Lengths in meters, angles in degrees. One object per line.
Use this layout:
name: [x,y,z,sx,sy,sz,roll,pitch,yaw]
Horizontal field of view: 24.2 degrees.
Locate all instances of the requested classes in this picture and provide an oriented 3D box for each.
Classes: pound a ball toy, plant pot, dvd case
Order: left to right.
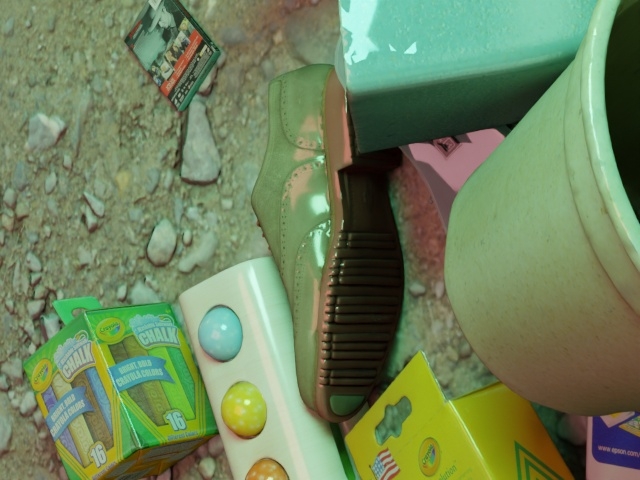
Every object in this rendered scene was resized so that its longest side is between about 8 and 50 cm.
dvd case: [-0.165,-0.214,1.647,0.119,0.013,0.087,50,122,25]
pound a ball toy: [-0.065,0.199,1.509,0.208,0.135,0.319,-27,75,38]
plant pot: [0.139,-0.220,1.171,0.252,0.248,0.247,-5,83,2]
plant pot: [0.246,-0.013,1.027,0.305,0.333,0.334,-38,67,61]

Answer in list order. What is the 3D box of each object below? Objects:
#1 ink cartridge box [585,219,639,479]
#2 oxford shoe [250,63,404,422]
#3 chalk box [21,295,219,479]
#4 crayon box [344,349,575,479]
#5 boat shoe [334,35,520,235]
ink cartridge box: [0.309,0.076,1.227,0.175,0.069,0.371,5,98,41]
oxford shoe: [0.000,0.000,1.447,0.130,0.123,0.348,-1,82,34]
chalk box: [-0.227,0.150,1.647,0.132,0.132,0.213,-37,71,36]
crayon box: [0.153,0.263,1.322,0.319,0.081,0.202,62,148,19]
boat shoe: [0.133,-0.076,1.339,0.306,0.105,0.113,48,116,10]
